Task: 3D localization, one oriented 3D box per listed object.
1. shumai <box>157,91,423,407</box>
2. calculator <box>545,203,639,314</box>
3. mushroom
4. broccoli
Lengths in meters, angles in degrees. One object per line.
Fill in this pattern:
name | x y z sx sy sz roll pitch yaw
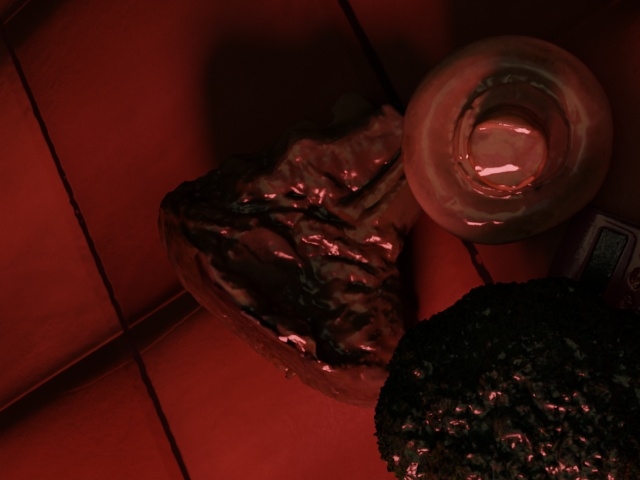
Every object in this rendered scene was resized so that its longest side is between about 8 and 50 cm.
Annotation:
shumai | 0.002 -0.002 1.067 0.346 0.217 0.283 33 75 13
calculator | 0.316 0.053 0.920 0.190 0.034 0.127 26 104 23
mushroom | 0.166 -0.097 0.908 0.206 0.209 0.206 -1 89 40
broccoli | 0.192 0.176 0.870 0.297 0.297 0.297 32 143 27
